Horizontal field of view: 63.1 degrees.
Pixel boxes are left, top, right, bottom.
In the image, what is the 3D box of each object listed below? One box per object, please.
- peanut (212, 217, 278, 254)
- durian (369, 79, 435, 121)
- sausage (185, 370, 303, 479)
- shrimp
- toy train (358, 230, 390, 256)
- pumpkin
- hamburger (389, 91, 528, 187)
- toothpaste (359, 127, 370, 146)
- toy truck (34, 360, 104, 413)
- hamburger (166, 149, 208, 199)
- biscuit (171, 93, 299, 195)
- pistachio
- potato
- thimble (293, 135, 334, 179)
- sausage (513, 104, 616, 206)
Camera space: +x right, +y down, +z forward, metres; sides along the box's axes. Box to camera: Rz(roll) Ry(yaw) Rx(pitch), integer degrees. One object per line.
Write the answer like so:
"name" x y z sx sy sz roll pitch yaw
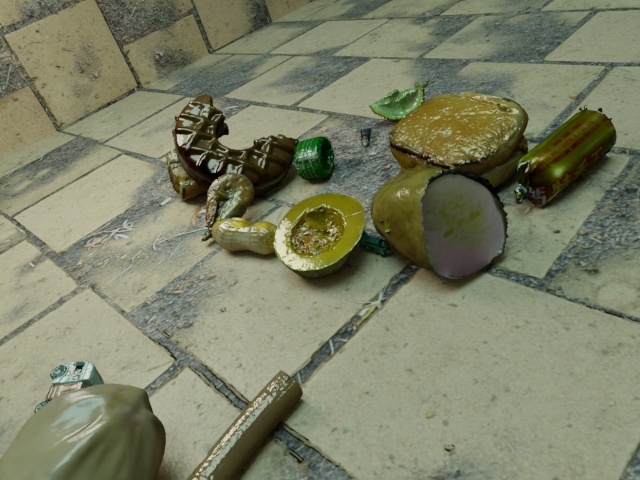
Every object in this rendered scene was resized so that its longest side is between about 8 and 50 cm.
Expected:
"peanut" -0.185 -0.011 1.293 0.206 0.087 0.087 8 42 30
"durian" 0.268 -0.436 1.660 0.215 0.100 0.086 -20 37 9
"sausage" -0.136 0.332 0.816 0.066 0.066 0.301 13 43 37
"shrimp" -0.263 -0.088 1.403 0.115 0.051 0.217 30 77 -1
"toy train" 0.118 0.005 1.166 0.029 0.045 0.092 -41 38 -26
"pumpkin" 0.006 0.005 1.179 0.217 0.110 0.217 -10 48 11
"hamburger" 0.336 -0.239 1.291 0.284 0.174 0.304 -34 37 -18
"toothpaste" 0.140 -0.326 1.639 0.037 0.021 0.140 -6 33 9
"toy truck" -0.457 0.307 0.980 0.115 0.080 0.178 -12 36 0
"hamburger" -0.371 -0.226 1.623 0.207 0.135 0.155 -29 -6 -19
"biscuit" -0.265 -0.261 1.523 0.366 0.115 0.268 21 61 -1
"pistachio" -0.375 0.361 0.773 0.332 0.208 0.226 -54 2 -22
"potato" 0.219 -0.058 1.096 0.229 0.229 0.266 -28 20 -14
"thimble" -0.018 -0.235 1.502 0.090 0.118 0.130 -6 15 24
"sausage" 0.529 -0.179 1.164 0.317 0.125 0.117 -36 38 -23
